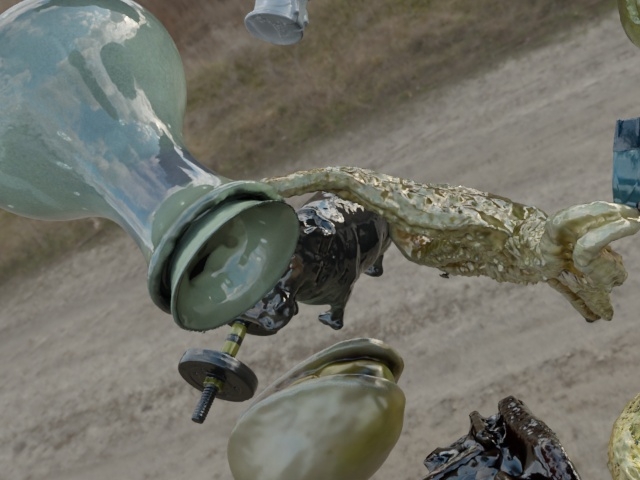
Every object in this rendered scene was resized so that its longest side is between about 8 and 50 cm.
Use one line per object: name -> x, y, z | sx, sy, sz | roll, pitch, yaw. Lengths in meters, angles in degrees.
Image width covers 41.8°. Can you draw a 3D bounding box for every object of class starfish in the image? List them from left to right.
starfish -> 0.130, -0.007, 0.734 | 0.324, 0.432, 0.082 | 19, 89, 25

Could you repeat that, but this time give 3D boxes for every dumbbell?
dumbbell -> -0.155, 0.179, 1.489 | 0.143, 0.143, 0.325 | -11, 44, 38

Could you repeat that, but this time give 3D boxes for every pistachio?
pistachio -> -0.006, 0.236, 1.071 | 0.288, 0.197, 0.166 | -55, 21, 25

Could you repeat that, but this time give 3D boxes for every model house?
model house -> 0.119, 0.217, 0.626 | 0.164, 0.141, 0.203 | -26, -7, 3

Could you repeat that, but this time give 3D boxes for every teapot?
teapot -> -0.134, -0.055, 0.586 | 0.183, 0.183, 0.251 | -41, 62, -16

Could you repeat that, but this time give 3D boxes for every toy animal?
toy animal -> -0.005, 0.017, 0.911 | 0.106, 0.168, 0.343 | 17, 17, 18

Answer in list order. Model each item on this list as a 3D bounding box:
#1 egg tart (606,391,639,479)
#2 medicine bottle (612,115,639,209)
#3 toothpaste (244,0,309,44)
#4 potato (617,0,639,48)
egg tart -> 0.582, 0.337, 1.271 | 0.290, 0.107, 0.291 | -16, 37, 12
medicine bottle -> 0.481, -0.077, 1.054 | 0.258, 0.079, 0.124 | 23, 97, 46
toothpaste -> -0.021, -0.365, 0.934 | 0.073, 0.114, 0.299 | 6, 73, 19
potato -> 0.389, -0.287, 0.871 | 0.197, 0.148, 0.228 | -47, 8, 44
